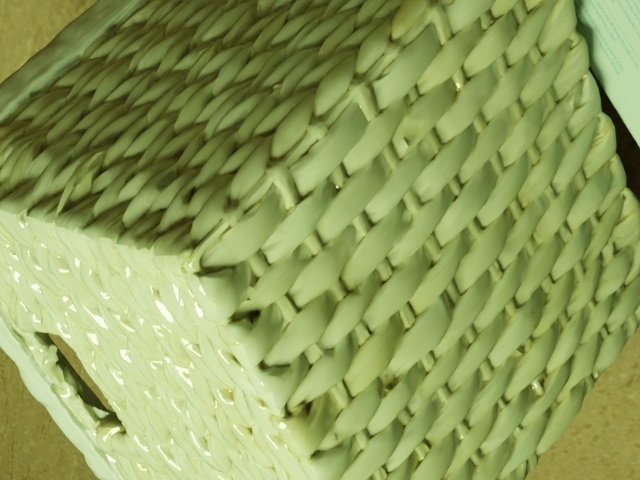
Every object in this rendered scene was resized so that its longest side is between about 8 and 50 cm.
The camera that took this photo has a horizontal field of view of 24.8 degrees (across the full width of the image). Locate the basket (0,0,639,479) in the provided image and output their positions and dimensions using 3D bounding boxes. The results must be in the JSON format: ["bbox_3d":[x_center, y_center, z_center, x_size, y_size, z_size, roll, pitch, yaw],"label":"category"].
[{"bbox_3d":[0.000,0.000,0.895,0.266,0.331,0.328,13,140,44],"label":"basket"}]

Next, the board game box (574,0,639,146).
[{"bbox_3d":[0.280,-0.175,0.795,0.303,0.097,0.224,-18,119,40],"label":"board game box"}]
